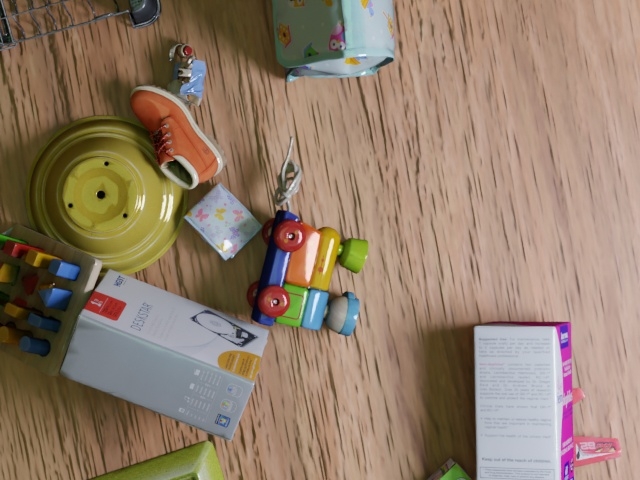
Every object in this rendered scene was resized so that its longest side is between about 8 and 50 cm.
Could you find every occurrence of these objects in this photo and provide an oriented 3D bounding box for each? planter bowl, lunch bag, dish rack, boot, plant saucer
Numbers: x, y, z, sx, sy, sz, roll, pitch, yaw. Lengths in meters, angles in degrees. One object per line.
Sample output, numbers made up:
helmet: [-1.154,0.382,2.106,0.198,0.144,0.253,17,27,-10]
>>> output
planter bowl: [-0.283,-0.059,1.874,0.217,0.090,0.217,0,90,-3]
lunch bag: [-0.129,-0.023,1.902,0.083,0.053,0.071,44,86,7]
dish rack: [-0.364,-0.358,1.879,0.271,0.074,0.208,-15,90,-1]
boot: [-0.199,-0.136,1.874,0.158,0.084,0.059,45,129,-2]
lunch bag: [0.015,-0.320,1.801,0.160,0.262,0.223,-4,92,-3]
plant saucer: [-0.205,0.385,1.904,0.188,0.045,0.188,-18,92,-3]

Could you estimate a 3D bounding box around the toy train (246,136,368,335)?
toy train: [0.000,0.000,1.889,0.143,0.105,0.248,14,90,-13]

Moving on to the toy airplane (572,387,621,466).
toy airplane: [0.326,0.262,1.937,0.151,0.028,0.151,1,95,12]

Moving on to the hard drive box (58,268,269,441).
hard drive box: [-0.195,0.143,1.828,0.232,0.181,0.089,21,108,-4]

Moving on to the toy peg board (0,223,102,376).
toy peg board: [-0.386,0.070,1.834,0.160,0.079,0.161,21,91,35]

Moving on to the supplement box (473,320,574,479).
supplement box: [0.267,0.217,1.878,0.114,0.111,0.220,-2,90,21]

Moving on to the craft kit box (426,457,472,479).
craft kit box: [0.170,0.466,1.921,0.246,0.061,0.250,-41,92,1]

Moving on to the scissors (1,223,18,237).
scissors: [-0.524,0.075,1.897,0.109,0.021,0.297,34,89,-3]

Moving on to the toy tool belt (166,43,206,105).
toy tool belt: [-0.171,-0.220,1.894,0.052,0.051,0.083,3,92,-40]
